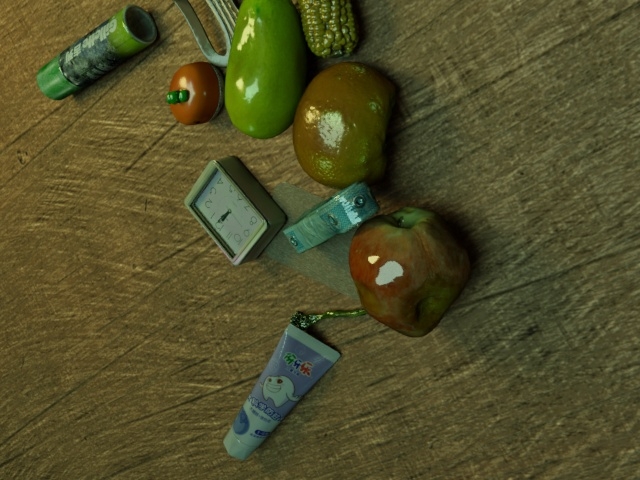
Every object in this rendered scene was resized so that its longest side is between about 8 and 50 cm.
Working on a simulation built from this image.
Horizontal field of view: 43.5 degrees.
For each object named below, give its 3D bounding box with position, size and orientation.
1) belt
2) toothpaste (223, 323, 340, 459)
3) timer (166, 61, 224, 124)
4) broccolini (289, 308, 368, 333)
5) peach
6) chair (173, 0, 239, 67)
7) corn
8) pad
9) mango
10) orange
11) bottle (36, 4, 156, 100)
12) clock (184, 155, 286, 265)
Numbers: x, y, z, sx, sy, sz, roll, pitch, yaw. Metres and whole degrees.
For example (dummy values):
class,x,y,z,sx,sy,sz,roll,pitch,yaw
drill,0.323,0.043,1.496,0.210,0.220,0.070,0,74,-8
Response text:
class,x,y,z,sx,sy,sz,roll,pitch,yaw
belt,0.017,-0.038,1.482,0.072,0.087,0.302,53,156,-5
toothpaste,-0.099,0.334,1.742,0.125,0.080,0.371,33,117,-3
timer,-0.261,-0.298,1.637,0.099,0.136,0.136,11,109,25
broccolini,0.028,0.149,1.632,0.218,0.042,0.044,-16,93,29
peach,0.159,0.061,1.420,0.214,0.214,0.235,9,127,31
chair,-0.255,-0.496,1.539,0.175,0.183,0.326,-30,85,36
corn,-0.002,-0.480,1.427,0.102,0.102,0.313,-8,97,35
pad,0.000,0.000,1.621,0.266,0.002,0.176,25,116,25
mango,-0.095,-0.324,1.486,0.149,0.185,0.273,7,91,9
orange,0.039,-0.199,1.442,0.179,0.158,0.237,26,116,27
bottle,-0.504,-0.410,1.780,0.330,0.093,0.093,-20,92,35
clock,-0.181,-0.061,1.679,0.192,0.071,0.147,50,125,13
